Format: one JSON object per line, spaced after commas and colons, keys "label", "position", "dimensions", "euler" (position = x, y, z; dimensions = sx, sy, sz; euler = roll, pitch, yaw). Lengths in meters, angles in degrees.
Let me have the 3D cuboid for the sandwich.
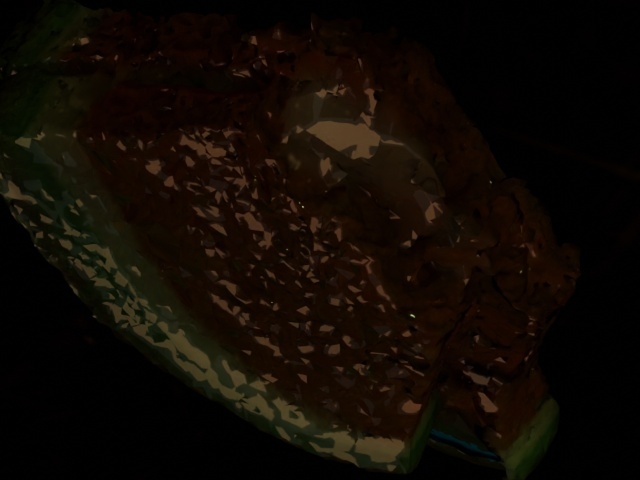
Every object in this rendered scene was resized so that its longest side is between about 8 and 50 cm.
{"label": "sandwich", "position": [-0.003, 0.010, 0.669], "dimensions": [0.159, 0.079, 0.235], "euler": [-14, 126, 46]}
